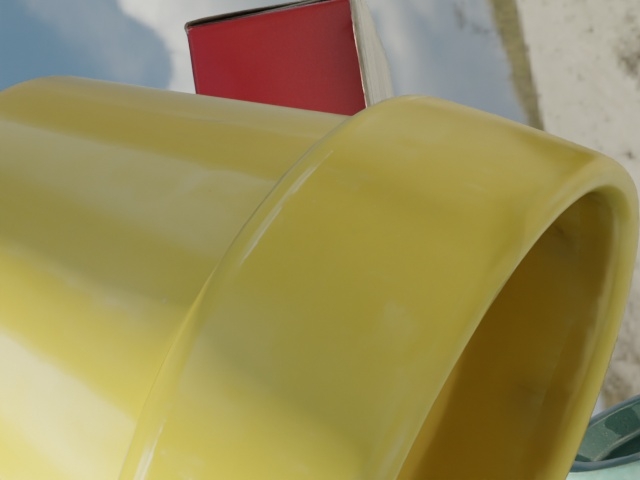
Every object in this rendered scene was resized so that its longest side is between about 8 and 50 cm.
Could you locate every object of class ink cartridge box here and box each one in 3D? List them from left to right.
[{"bbox_3d":[0.000,0.000,0.875,0.272,0.130,0.309,41,-140,-79],"label":"ink cartridge box"}]

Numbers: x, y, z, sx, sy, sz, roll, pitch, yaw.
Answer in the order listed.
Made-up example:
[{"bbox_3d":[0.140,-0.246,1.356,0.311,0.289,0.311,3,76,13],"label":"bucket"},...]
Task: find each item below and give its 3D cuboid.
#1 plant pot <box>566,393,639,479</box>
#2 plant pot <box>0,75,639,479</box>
[{"bbox_3d":[0.276,0.210,0.889,0.196,0.293,0.293,66,-156,-2],"label":"plant pot"},{"bbox_3d":[-0.035,0.048,0.500,0.254,0.239,0.254,-44,-33,-40],"label":"plant pot"}]
